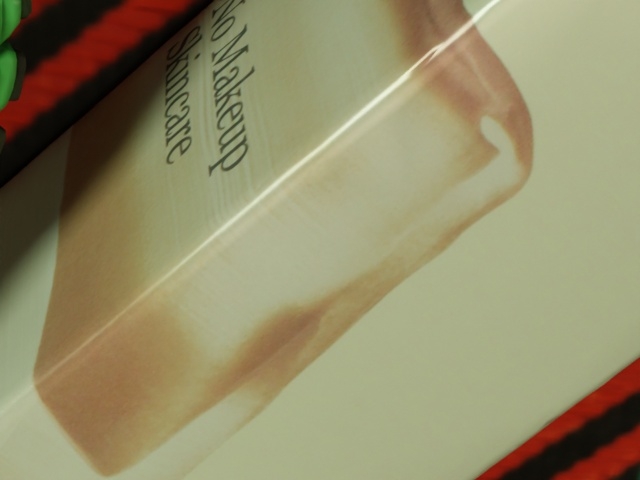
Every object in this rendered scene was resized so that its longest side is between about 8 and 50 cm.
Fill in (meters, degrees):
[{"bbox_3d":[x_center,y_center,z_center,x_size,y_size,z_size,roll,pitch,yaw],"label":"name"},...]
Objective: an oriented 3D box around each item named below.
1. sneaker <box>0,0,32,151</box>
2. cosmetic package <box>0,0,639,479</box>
[{"bbox_3d":[-0.188,-0.010,0.555,0.146,0.134,0.343,9,98,-56],"label":"sneaker"},{"bbox_3d":[0.000,0.000,0.639,0.296,0.153,0.129,-39,117,17],"label":"cosmetic package"}]
